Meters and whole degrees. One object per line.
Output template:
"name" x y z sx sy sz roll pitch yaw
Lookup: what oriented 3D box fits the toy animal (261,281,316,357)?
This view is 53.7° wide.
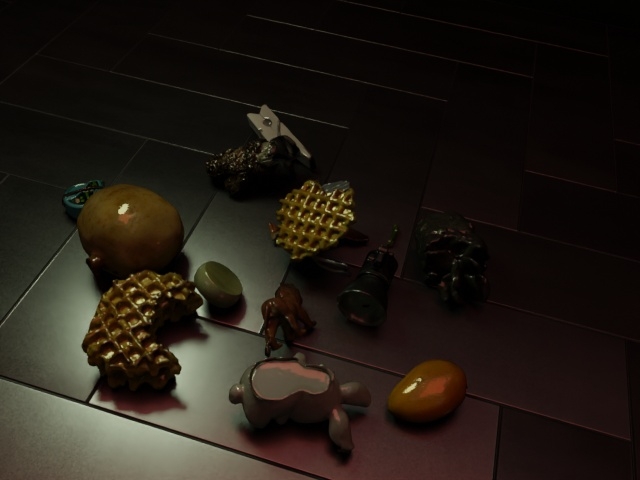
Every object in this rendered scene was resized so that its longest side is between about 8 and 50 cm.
"toy animal" -0.099 0.192 1.679 0.097 0.312 0.157 -31 85 12

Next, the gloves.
"gloves" -0.234 -0.257 2.102 0.313 0.135 0.210 -8 33 28

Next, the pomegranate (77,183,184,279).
"pomegranate" -0.531 -0.026 1.792 0.308 0.307 0.307 3 47 -3

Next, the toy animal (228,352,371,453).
"toy animal" -0.047 0.383 1.535 0.326 0.154 0.208 22 55 8

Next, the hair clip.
"hair clip" -0.147 -0.354 2.257 0.101 0.085 0.330 -34 58 -10

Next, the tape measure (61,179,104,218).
"tape measure" -0.735 -0.127 1.985 0.146 0.080 0.125 -15 47 -19

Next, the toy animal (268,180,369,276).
"toy animal" -0.021 -0.001 1.919 0.302 0.225 0.284 -3 44 22

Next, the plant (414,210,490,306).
"plant" 0.386 0.054 1.871 0.189 0.198 0.276 -9 45 -7

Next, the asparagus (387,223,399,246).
"asparagus" 0.236 -0.018 2.026 0.021 0.025 0.108 10 46 16

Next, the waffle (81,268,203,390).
"waffle" -0.456 0.224 1.645 0.261 0.151 0.324 11 45 0

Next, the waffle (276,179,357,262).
"waffle" -0.019 -0.072 1.845 0.291 0.051 0.291 -15 60 28

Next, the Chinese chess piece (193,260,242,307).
"Chinese chess piece" -0.286 0.124 1.769 0.144 0.058 0.144 37 21 -17

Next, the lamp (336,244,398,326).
"lamp" 0.153 0.108 1.802 0.147 0.172 0.227 18 49 12

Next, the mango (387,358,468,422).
"mango" 0.270 0.386 1.600 0.219 0.112 0.144 -25 54 -12
